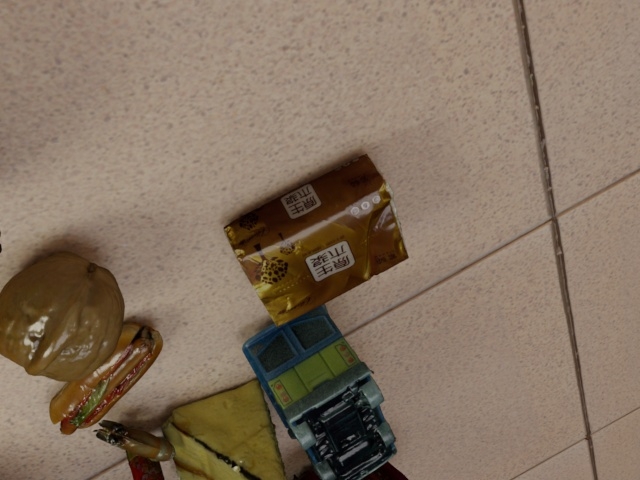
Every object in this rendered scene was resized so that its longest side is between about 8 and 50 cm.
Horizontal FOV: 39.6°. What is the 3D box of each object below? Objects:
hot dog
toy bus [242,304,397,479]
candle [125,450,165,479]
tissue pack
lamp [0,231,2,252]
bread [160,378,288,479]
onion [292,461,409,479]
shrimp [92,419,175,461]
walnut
[{"bbox_3d":[-0.313,0.207,1.282,0.092,0.062,0.235,14,125,-46],"label":"hot dog"},{"bbox_3d":[0.008,0.261,1.436,0.152,0.190,0.312,-31,142,-9],"label":"toy bus"},{"bbox_3d":[-0.279,0.389,1.447,0.052,0.130,0.052,-17,142,-14],"label":"candle"},{"bbox_3d":[0.000,0.000,1.228,0.226,0.092,0.183,-26,142,-1],"label":"tissue pack"},{"bbox_3d":[-0.418,-0.022,0.841,0.247,0.247,0.247,-17,140,-15],"label":"lamp"},{"bbox_3d":[-0.135,0.407,1.472,0.198,0.236,0.263,-21,140,-11],"label":"bread"},{"bbox_3d":[0.074,0.618,1.727,0.348,0.385,0.347,-27,156,-13],"label":"onion"},{"bbox_3d":[-0.294,0.306,1.385,0.041,0.099,0.180,-64,148,-10],"label":"shrimp"},{"bbox_3d":[-0.319,0.097,1.092,0.167,0.149,0.166,-4,113,-9],"label":"walnut"}]
